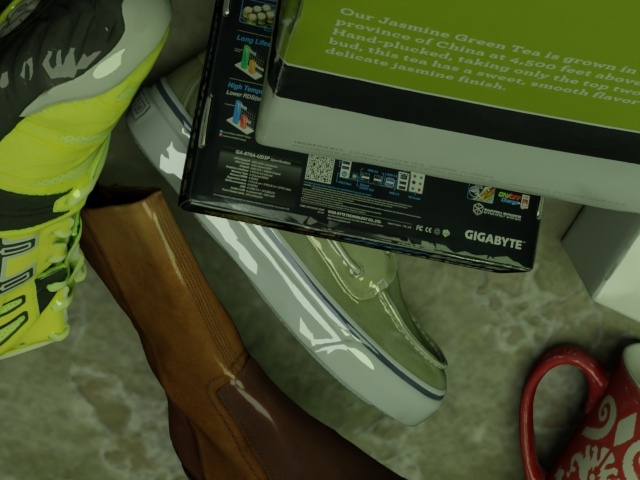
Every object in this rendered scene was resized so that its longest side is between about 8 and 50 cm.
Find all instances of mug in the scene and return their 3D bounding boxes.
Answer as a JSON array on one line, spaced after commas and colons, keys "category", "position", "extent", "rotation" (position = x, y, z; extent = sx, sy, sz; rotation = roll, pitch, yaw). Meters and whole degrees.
[{"category": "mug", "position": [0.221, 0.166, 0.822], "extent": [0.113, 0.150, 0.169], "rotation": [1, 126, -43]}]

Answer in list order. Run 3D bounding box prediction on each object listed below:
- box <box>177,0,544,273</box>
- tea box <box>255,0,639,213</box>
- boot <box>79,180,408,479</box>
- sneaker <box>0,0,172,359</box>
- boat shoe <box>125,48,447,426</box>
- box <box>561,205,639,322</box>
[{"category": "box", "position": [0.036, -0.084, 0.663], "extent": [0.220, 0.051, 0.175], "rotation": [11, 85, -13]}, {"category": "tea box", "position": [0.114, -0.218, 0.438], "extent": [0.219, 0.323, 0.329], "rotation": [10, 74, -7]}, {"category": "boot", "position": [-0.045, 0.083, 0.700], "extent": [0.096, 0.264, 0.281], "rotation": [-33, 116, -23]}, {"category": "sneaker", "position": [-0.187, -0.022, 0.634], "extent": [0.147, 0.145, 0.384], "rotation": [33, 133, -23]}, {"category": "boat shoe", "position": [0.000, 0.000, 0.723], "extent": [0.094, 0.109, 0.302], "rotation": [-38, 108, 10]}, {"category": "box", "position": [0.278, 0.002, 0.740], "extent": [0.170, 0.091, 0.130], "rotation": [25, 111, -13]}]
